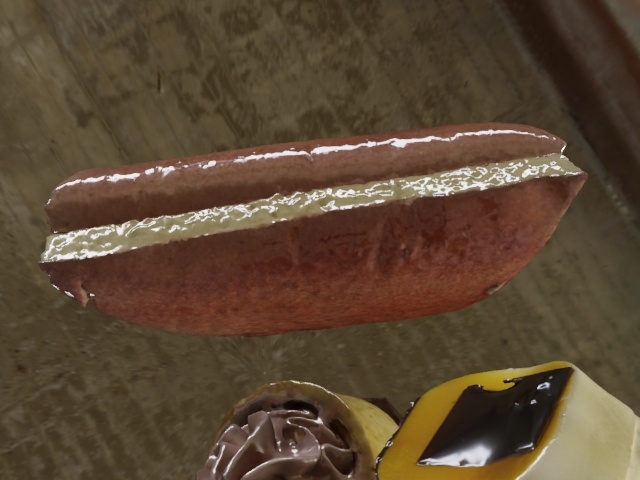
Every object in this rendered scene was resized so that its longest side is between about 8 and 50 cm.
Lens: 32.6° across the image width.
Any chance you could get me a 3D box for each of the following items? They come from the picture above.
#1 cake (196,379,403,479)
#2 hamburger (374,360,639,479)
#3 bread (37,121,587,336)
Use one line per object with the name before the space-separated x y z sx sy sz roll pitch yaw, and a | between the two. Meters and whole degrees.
cake | -0.026 0.203 0.903 0.185 0.178 0.207 9 -107 38
hamburger | 0.121 0.157 0.685 0.173 0.210 0.116 -13 -76 25
bread | 0.000 0.001 0.433 0.192 0.119 0.067 -7 -103 1
